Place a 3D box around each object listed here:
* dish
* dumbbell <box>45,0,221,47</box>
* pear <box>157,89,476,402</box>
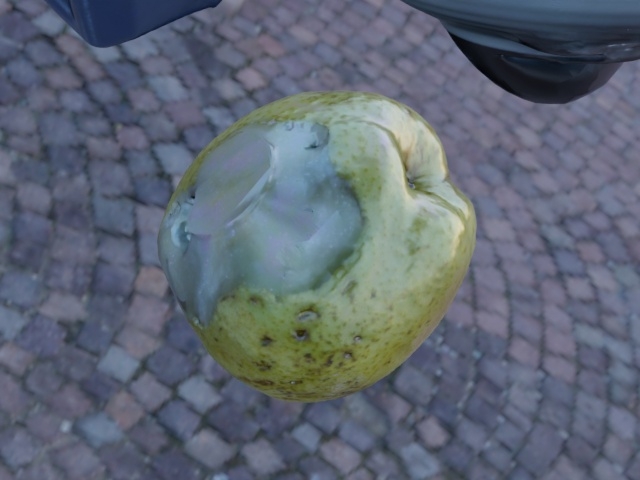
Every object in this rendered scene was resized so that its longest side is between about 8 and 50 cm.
[{"bbox_3d":[0.146,-0.147,0.891,0.273,0.133,0.273,1,22,0],"label":"dish"},{"bbox_3d":[-0.158,-0.245,0.717,0.325,0.144,0.160,44,42,12],"label":"dumbbell"},{"bbox_3d":[0.000,0.000,1.269,0.271,0.271,0.271,18,39,-16],"label":"pear"}]
